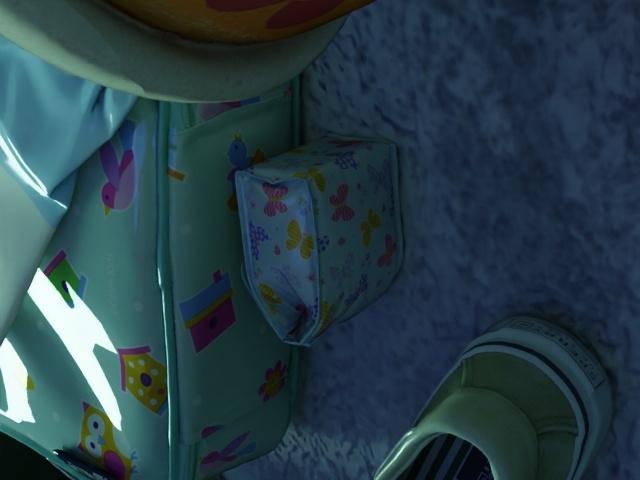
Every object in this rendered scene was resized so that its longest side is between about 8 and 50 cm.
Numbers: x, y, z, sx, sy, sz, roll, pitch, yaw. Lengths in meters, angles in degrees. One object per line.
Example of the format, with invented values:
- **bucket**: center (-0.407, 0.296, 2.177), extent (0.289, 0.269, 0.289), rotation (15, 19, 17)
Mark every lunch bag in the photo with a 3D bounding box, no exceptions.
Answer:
- **lunch bag**: center (-0.121, -0.009, 0.681), extent (0.224, 0.108, 0.279), rotation (18, 118, 34)
- **lunch bag**: center (0.000, 0.000, 0.606), extent (0.053, 0.071, 0.083), rotation (7, 113, 38)

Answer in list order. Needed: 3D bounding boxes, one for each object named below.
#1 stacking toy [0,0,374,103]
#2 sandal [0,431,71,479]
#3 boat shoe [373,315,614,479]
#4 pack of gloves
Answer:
- **stacking toy**: center (0.111, -0.237, 0.290), extent (0.480, 0.350, 0.350), rotation (-8, 103, 27)
- **sandal**: center (-0.148, 0.188, 0.793), extent (0.303, 0.120, 0.086), rotation (9, 128, 38)
- **boat shoe**: center (0.038, 0.163, 0.627), extent (0.109, 0.094, 0.302), rotation (35, 128, 25)
- **pack of gloves**: center (-0.177, -0.081, 0.596), extent (0.195, 0.046, 0.232), rotation (51, 130, 15)
